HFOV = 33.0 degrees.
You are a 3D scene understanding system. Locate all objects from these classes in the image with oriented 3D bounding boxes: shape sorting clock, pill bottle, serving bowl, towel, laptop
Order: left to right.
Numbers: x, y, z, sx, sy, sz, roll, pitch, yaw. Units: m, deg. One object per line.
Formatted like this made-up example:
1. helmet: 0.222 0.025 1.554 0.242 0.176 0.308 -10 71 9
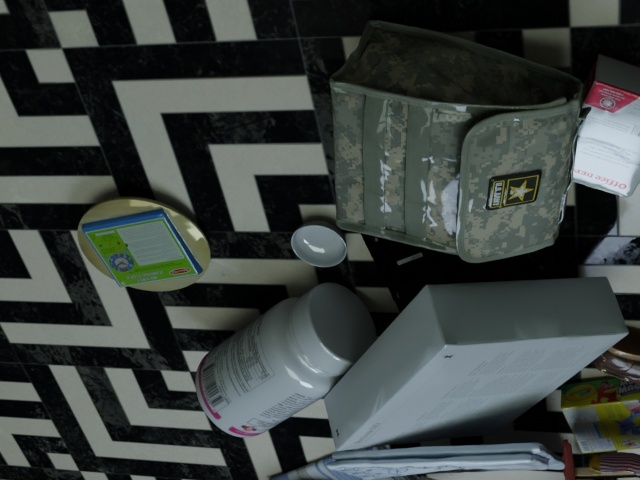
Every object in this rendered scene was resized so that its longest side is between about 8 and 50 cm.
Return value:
1. shape sorting clock: -0.270 0.006 1.656 0.206 0.040 0.206 6 133 6
2. pill bottle: -0.054 0.186 1.681 0.160 0.160 0.283 38 132 -20
3. serving bowl: 0.000 0.000 1.579 0.083 0.027 0.083 8 135 8
4. towel: 0.063 0.475 2.018 0.285 0.034 0.209 -26 121 35
5. laptop: 0.231 0.043 1.563 0.234 0.136 0.264 -24 97 33

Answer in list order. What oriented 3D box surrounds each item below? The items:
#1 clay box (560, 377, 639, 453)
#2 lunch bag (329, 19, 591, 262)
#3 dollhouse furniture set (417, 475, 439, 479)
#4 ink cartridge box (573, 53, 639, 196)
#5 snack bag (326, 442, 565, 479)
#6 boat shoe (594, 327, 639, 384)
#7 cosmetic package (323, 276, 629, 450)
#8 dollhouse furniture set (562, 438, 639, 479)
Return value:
1. clay box: 0.497 0.265 1.669 0.222 0.053 0.127 -11 131 24
2. lunch bag: 0.168 -0.108 1.306 0.287 0.169 0.235 14 137 16
3. dollhouse furniture set: 0.289 0.621 1.835 0.394 0.256 0.362 39 162 -18
4. ink cartridge box: 0.358 -0.137 1.314 0.109 0.063 0.150 18 136 0
5. snack bag: 0.213 0.357 1.720 0.323 0.037 0.342 -7 164 18
6. boat shoe: 0.506 0.185 1.579 0.207 0.073 0.073 17 132 11
7. cosmetic package: 0.204 0.180 1.524 0.284 0.097 0.377 -3 151 -26
8. dollhouse furniture set: 0.487 0.406 1.719 0.201 0.152 0.374 -4 164 10
